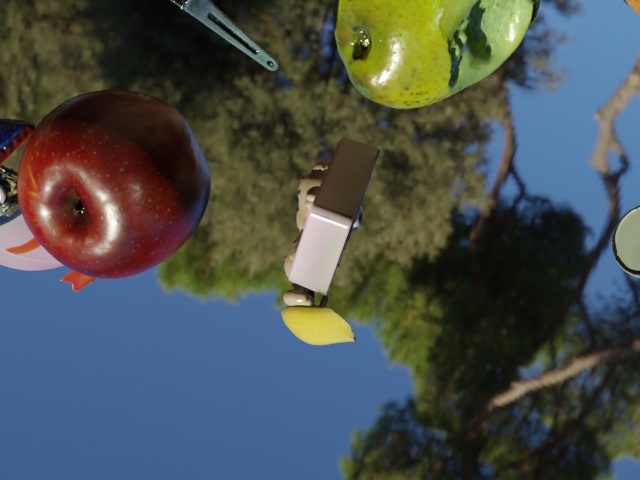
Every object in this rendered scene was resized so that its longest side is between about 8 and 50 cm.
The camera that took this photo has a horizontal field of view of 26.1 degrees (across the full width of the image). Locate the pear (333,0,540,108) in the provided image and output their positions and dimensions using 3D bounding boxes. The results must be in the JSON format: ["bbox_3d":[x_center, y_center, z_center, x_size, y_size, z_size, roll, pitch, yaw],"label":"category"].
[{"bbox_3d":[0.142,-0.289,1.784,0.292,0.292,0.159,-18,-138,-42],"label":"pear"}]

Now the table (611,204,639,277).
[{"bbox_3d":[0.610,0.019,2.371,0.220,0.126,0.126,16,-160,-47],"label":"table"}]

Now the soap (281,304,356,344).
[{"bbox_3d":[0.005,0.134,2.180,0.168,0.089,0.033,-2,-132,48],"label":"soap"}]

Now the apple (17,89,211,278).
[{"bbox_3d":[-0.237,-0.066,1.592,0.218,0.218,0.201,24,-140,17],"label":"apple"}]

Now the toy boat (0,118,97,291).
[{"bbox_3d":[-0.440,-0.029,1.890,0.219,0.318,0.072,-25,-139,-6],"label":"toy boat"}]

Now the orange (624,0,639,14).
[{"bbox_3d":[0.511,-0.407,1.982,0.206,0.206,0.206,10,-149,-6],"label":"orange"}]

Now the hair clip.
[{"bbox_3d":[-0.138,-0.317,2.044,0.070,0.039,0.229,39,-175,42],"label":"hair clip"}]

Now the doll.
[{"bbox_3d":[-0.001,0.000,2.472,0.119,0.278,0.154,8,167,20],"label":"doll"}]

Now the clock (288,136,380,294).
[{"bbox_3d":[0.020,-0.036,1.982,0.063,0.150,0.197,20,-141,2],"label":"clock"}]
